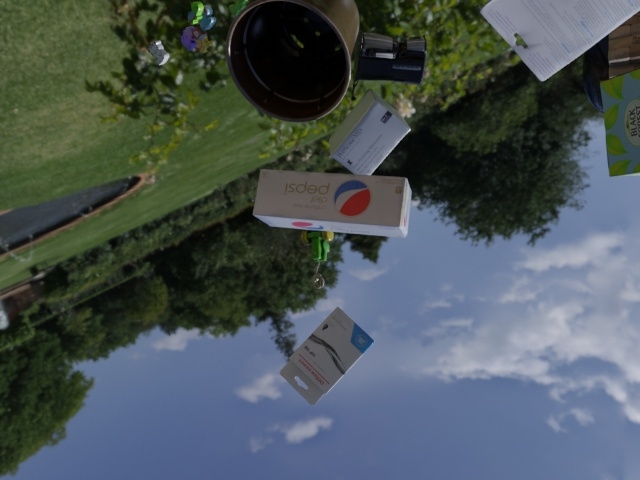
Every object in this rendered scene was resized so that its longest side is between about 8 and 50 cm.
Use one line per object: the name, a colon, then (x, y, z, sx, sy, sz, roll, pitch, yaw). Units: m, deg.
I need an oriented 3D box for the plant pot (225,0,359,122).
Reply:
plant pot: (-0.024, -0.278, 0.755, 0.167, 0.167, 0.165, -21, -148, 32)

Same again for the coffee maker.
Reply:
coffee maker: (0.179, -0.459, 1.438, 0.179, 0.120, 0.171, 5, 142, -3)

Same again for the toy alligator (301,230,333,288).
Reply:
toy alligator: (0.000, 0.000, 1.041, 0.056, 0.189, 0.051, -10, 167, 28)

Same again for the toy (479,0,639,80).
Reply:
toy: (0.315, -0.308, 0.615, 0.237, 0.137, 0.056, -34, -144, 35)

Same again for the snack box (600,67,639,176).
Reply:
snack box: (0.298, -0.081, 0.288, 0.175, 0.070, 0.207, -4, 180, -23)

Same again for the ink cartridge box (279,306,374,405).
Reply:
ink cartridge box: (0.011, 0.235, 1.099, 0.180, 0.104, 0.060, -46, 171, -9)

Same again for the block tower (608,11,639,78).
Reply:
block tower: (0.502, -0.422, 0.846, 0.097, 0.335, 0.091, 0, 179, 30)

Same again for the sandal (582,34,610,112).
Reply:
sandal: (0.543, -0.356, 1.026, 0.107, 0.445, 0.167, -13, -155, 49)

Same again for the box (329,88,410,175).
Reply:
box: (0.122, -0.277, 1.425, 0.181, 0.119, 0.182, -50, -164, 19)

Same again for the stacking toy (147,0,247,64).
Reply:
stacking toy: (-0.290, -0.504, 1.286, 0.221, 0.052, 0.167, -27, -171, 43)

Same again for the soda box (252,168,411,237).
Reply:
soda box: (0.018, -0.054, 0.786, 0.216, 0.073, 0.069, 5, 169, 16)
